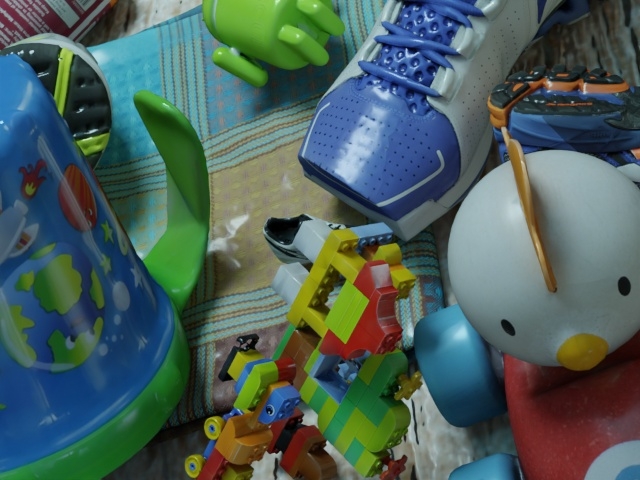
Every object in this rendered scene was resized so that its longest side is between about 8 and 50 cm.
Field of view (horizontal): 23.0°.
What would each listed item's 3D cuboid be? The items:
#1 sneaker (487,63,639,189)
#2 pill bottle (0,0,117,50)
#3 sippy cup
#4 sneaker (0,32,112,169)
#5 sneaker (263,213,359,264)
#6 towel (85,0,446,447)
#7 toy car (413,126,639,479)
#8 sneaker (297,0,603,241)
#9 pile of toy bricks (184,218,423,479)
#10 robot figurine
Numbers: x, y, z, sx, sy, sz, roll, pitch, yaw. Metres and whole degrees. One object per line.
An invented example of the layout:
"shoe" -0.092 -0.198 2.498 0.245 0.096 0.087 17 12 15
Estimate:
"sneaker" 0.214 -0.054 0.967 0.221 0.087 0.083 7 34 17
"pill bottle" -0.272 -0.171 1.281 0.221 0.121 0.121 -48 49 -7
"sippy cup" -0.219 0.014 0.965 0.240 0.224 0.305 -2 35 19
"sneaker" -0.291 0.002 1.185 0.385 0.145 0.147 -42 13 10
"sneaker" 0.000 0.000 1.026 0.083 0.037 0.031 -1 59 26
"towel" -0.056 -0.043 1.129 0.272 0.040 0.370 -20 52 17
"toy car" 0.138 0.043 0.830 0.219 0.238 0.210 -21 51 16
"sneaker" 0.089 -0.173 1.016 0.127 0.182 0.315 29 71 27
"pile of toy bricks" 0.013 0.094 0.915 0.105 0.118 0.212 44 122 28
"robot figurine" -0.038 -0.163 1.127 0.115 0.067 0.101 26 87 37
